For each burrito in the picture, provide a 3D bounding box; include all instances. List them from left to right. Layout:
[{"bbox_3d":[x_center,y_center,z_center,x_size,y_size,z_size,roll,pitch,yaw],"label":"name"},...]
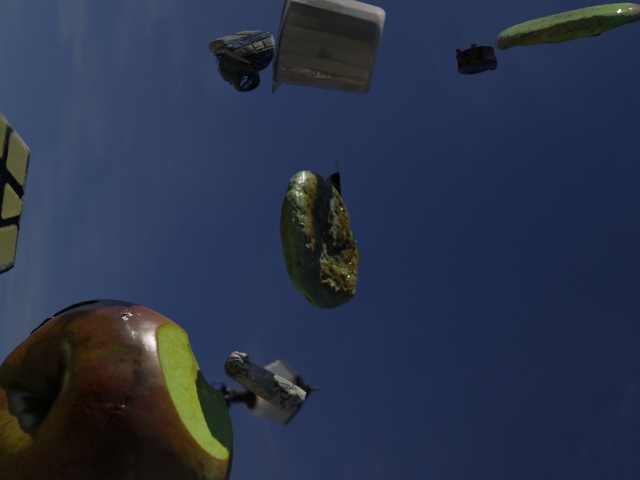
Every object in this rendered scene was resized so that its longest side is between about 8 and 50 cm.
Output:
[{"bbox_3d":[-0.113,0.291,1.670,0.064,0.203,0.064,-38,-151,26],"label":"burrito"}]

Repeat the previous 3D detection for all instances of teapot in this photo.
[{"bbox_3d":[0.265,-0.309,1.383,0.068,0.100,0.045,-14,-98,50],"label":"teapot"}]

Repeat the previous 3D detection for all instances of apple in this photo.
[{"bbox_3d":[-0.289,0.284,1.154,0.374,0.374,0.383,-39,-153,51],"label":"apple"}]

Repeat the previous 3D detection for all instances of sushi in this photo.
[{"bbox_3d":[0.027,-0.115,1.862,0.201,0.031,0.139,-98,-176,-79],"label":"sushi"}]

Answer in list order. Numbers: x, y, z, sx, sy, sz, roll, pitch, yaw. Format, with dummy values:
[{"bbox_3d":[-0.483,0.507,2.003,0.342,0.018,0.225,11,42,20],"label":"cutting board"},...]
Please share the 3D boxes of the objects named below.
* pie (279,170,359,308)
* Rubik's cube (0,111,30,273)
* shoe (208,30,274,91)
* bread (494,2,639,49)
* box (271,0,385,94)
[{"bbox_3d":[0.000,0.000,1.338,0.054,0.240,0.240,-11,-101,24],"label":"pie"},{"bbox_3d":[-0.430,-0.052,0.743,0.319,0.319,0.264,-17,-82,57],"label":"Rubik's cube"},{"bbox_3d":[-0.138,-0.329,1.511,0.207,0.092,0.106,24,-46,64],"label":"shoe"},{"bbox_3d":[0.497,-0.436,1.648,0.301,0.302,0.045,13,-61,57],"label":"bread"},{"bbox_3d":[0.025,-0.435,1.704,0.262,0.207,0.291,-79,-178,-74],"label":"box"}]
